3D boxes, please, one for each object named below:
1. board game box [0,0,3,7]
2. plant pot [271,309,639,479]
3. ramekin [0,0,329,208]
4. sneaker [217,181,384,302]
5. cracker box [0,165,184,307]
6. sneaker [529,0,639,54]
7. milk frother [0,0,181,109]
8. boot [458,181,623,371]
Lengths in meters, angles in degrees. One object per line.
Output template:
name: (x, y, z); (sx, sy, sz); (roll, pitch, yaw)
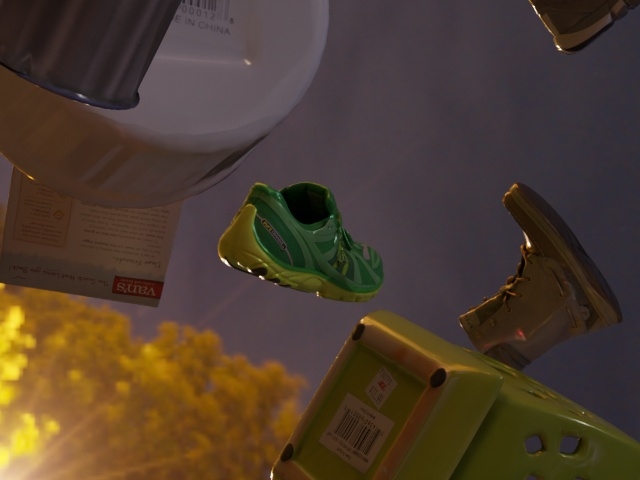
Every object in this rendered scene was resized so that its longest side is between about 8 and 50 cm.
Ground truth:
board game box: (-0.264, -0.078, 0.389); (0.141, 0.291, 0.232); (141, -32, -80)
plant pot: (0.101, 0.199, 1.111); (0.227, 0.207, 0.228); (-59, -150, -2)
ramekin: (-0.128, -0.170, 0.955); (0.135, 0.277, 0.277); (-19, -109, 63)
sneaker: (0.000, 0.000, 1.516); (0.109, 0.295, 0.123); (23, -87, 30)
cracker box: (-0.202, -0.057, 1.182); (0.067, 0.156, 0.232); (-98, -158, -55)
sneaker: (0.320, -0.318, 1.403); (0.132, 0.229, 0.086); (52, 7, 2)
milk frother: (-0.052, -0.117, 0.541); (0.143, 0.129, 0.135); (36, -70, 20)
boot: (0.225, 0.050, 1.474); (0.165, 0.213, 0.077); (-31, -156, 19)
